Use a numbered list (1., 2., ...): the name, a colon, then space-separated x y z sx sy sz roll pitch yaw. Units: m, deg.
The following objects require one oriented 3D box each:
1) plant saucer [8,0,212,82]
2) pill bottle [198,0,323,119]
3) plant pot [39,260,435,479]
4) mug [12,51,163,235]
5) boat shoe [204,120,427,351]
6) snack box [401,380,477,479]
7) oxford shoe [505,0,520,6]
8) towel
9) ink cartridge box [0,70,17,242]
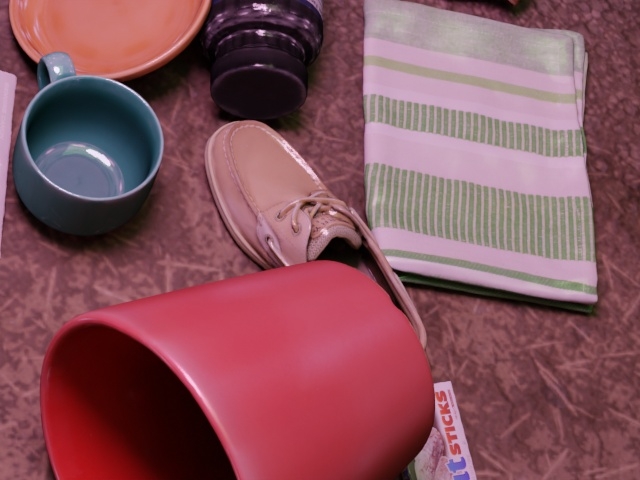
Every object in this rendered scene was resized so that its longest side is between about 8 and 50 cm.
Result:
1. plant saucer: -0.198 -0.230 1.656 0.199 0.037 0.200 -4 61 8
2. pill bottle: -0.057 -0.235 1.692 0.122 0.123 0.219 9 61 -14
3. plant pot: -0.055 0.146 1.418 0.243 0.275 0.275 -26 73 -38
4. mug: -0.212 -0.081 1.571 0.129 0.097 0.158 16 58 -9
5. boat shoe: 0.000 0.000 1.597 0.109 0.098 0.302 -24 73 -28
6. snack box: 0.108 0.217 1.552 0.064 0.022 0.178 -6 71 -22
7. oxford shoe: 0.121 -0.301 1.825 0.212 0.076 0.076 18 98 4
8. towel: 0.162 -0.092 1.739 0.247 0.038 0.325 9 60 -13
9. ink cartridge box: -0.374 -0.087 1.502 0.224 0.056 0.181 17 71 -48
